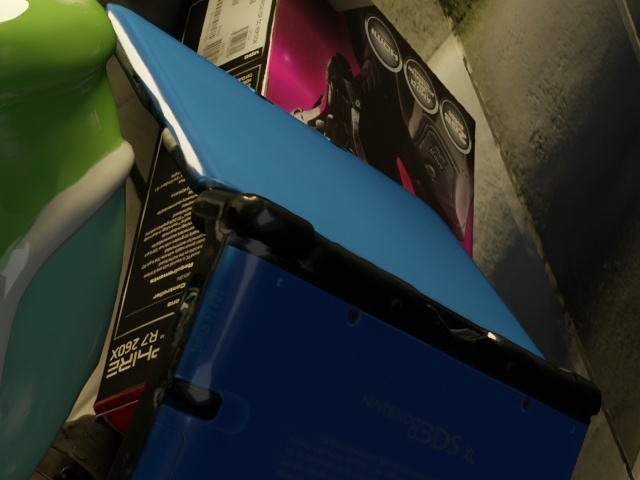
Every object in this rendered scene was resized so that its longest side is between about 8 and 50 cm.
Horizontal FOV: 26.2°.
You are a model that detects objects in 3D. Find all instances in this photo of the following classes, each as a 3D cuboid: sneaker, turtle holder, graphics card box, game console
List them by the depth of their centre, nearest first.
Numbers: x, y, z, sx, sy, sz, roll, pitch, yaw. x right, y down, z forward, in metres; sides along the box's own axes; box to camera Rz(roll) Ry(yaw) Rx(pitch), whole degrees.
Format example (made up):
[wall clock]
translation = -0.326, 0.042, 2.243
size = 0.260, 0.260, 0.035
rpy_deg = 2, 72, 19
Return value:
[turtle holder]
translation = -0.193, -0.005, 0.502
size = 0.243, 0.320, 0.227
rpy_deg = -13, 105, -23
[game console]
translation = -0.009, 0.060, 0.679
size = 0.293, 0.173, 0.250
rpy_deg = 29, 80, -45
[sneaker]
translation = -0.089, 0.155, 0.744
size = 0.170, 0.051, 0.089
rpy_deg = 62, 34, -14
[graphics card box]
translation = 0.000, 0.000, 0.849
size = 0.233, 0.094, 0.371
rpy_deg = 43, 36, -34
